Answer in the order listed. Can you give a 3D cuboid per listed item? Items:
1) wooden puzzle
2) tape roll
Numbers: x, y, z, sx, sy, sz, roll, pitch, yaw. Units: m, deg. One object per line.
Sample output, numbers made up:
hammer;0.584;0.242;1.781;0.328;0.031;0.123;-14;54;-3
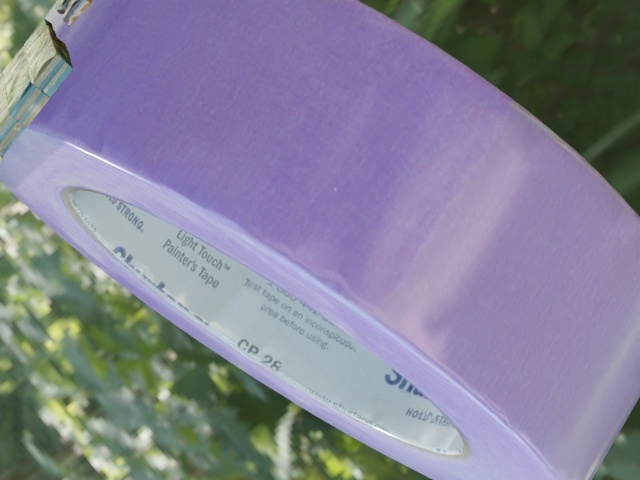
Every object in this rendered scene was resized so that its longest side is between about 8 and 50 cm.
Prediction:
wooden puzzle;-0.085;-0.035;0.419;0.006;0.083;0.049;37;-173;-22
tape roll;0.000;0.000;0.615;0.274;0.090;0.275;31;166;9
